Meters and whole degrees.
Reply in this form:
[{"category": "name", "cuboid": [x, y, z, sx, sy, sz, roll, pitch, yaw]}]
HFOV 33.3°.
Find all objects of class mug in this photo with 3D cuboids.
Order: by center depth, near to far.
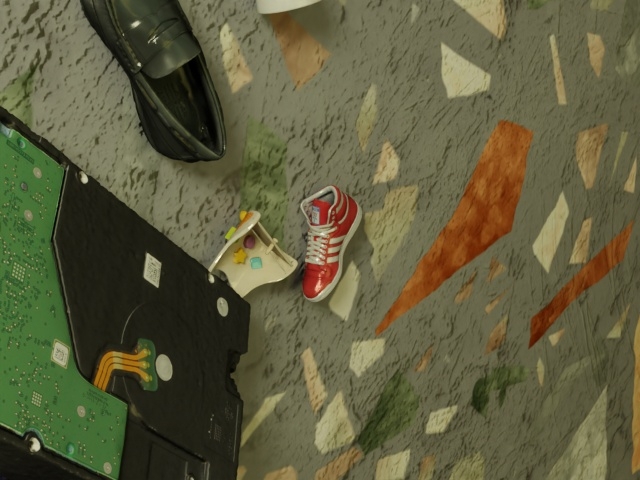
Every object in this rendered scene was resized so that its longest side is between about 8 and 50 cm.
[{"category": "mug", "cuboid": [-0.036, -0.245, 0.969, 0.062, 0.078, 0.064, -17, 111, -8]}]

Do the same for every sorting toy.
[{"category": "sorting toy", "cuboid": [-0.074, 0.019, 1.025, 0.075, 0.045, 0.083, -50, 136, -14]}]

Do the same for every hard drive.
[{"category": "hard drive", "cuboid": [-0.176, 0.085, 0.836, 0.339, 0.064, 0.237, 44, 39, -48]}]

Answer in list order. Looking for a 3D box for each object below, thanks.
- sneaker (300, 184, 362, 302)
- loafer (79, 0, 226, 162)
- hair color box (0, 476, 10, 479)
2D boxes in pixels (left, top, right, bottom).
[{"category": "sneaker", "cuboid": [0.000, 0.000, 1.098, 0.067, 0.042, 0.118, 43, 63, -51]}, {"category": "loafer", "cuboid": [-0.130, -0.160, 0.865, 0.076, 0.078, 0.223, -44, 132, -30]}, {"category": "hair color box", "cuboid": [-0.216, 0.273, 0.722, 0.110, 0.339, 0.185, 44, 70, -45]}]
